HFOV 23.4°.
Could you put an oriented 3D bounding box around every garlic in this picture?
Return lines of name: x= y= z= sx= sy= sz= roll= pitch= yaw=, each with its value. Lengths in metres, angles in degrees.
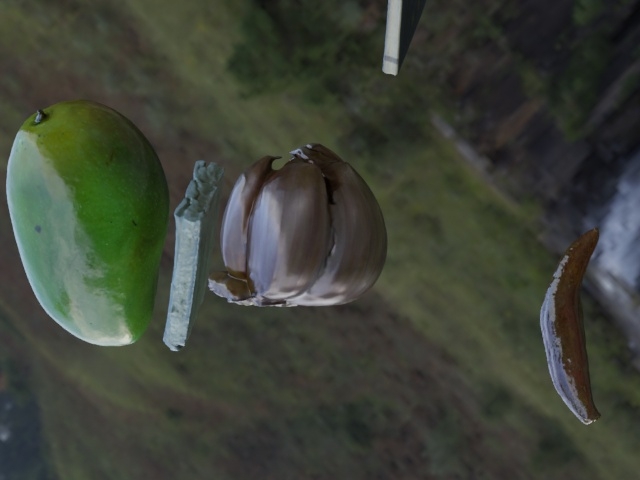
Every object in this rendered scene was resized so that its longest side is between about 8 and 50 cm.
garlic: x=0.000 y=0.000 z=1.695 sx=0.214 sy=0.191 sz=0.160 roll=13 pitch=-164 yaw=-31

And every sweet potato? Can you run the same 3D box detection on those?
sweet potato: x=0.319 y=0.108 z=1.978 sx=0.058 sy=0.078 sz=0.255 roll=33 pitch=-124 yaw=-57

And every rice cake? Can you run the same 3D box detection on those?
rice cake: x=-0.155 y=0.022 z=1.865 sx=0.038 sy=0.211 sz=0.124 roll=13 pitch=-139 yaw=3

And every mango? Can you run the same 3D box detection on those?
mango: x=-0.320 y=-0.020 z=2.196 sx=0.201 sy=0.225 sz=0.382 roll=30 pitch=135 yaw=54

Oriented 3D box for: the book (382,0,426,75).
book: x=0.120 y=-0.378 z=2.018 sx=0.025 sy=0.191 sz=0.269 roll=12 pitch=134 yaw=11
